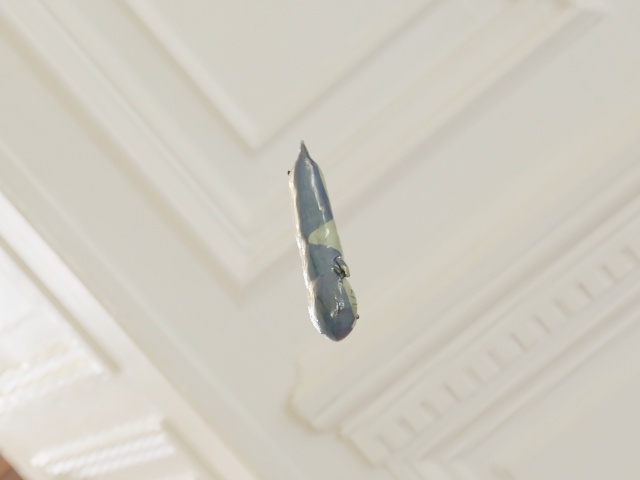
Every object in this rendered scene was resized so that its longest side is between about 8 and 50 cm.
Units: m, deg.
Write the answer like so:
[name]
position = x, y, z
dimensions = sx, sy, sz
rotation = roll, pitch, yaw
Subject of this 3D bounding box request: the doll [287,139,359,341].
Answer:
[doll]
position = 0.000, 0.000, 0.931
dimensions = 0.027, 0.125, 0.037
rotation = -9, -28, -4
